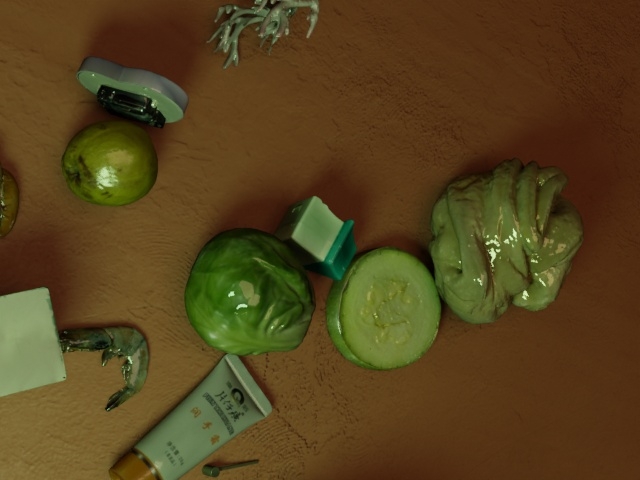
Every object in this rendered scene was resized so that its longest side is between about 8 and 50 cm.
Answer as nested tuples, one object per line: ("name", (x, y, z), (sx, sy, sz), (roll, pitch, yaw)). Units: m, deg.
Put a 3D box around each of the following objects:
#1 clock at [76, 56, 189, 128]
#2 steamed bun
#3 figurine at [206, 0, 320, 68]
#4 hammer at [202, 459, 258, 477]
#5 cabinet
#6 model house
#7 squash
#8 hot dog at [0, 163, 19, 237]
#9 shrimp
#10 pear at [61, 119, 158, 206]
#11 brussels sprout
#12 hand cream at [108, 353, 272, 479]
("clock", (-0.323, -0.243, 1.626), (0.198, 0.172, 0.064), (17, 75, 14))
("steamed bun", (0.398, -0.006, 1.935), (0.372, 0.230, 0.325), (-11, 87, -31))
("figurine", (-0.120, -0.502, 1.751), (0.284, 0.206, 0.316), (-43, 99, -30))
("hammer", (-0.162, 0.416, 1.723), (0.110, 0.035, 0.019), (-4, 88, -37))
("cabinet", (-0.504, 0.158, 1.465), (0.145, 0.206, 0.150), (-12, 91, -28))
("model house", (0.000, 0.000, 1.788), (0.149, 0.127, 0.100), (36, 71, -17))
("squash", (0.132, 0.142, 1.888), (0.252, 0.049, 0.252), (3, 85, -28))
("hot dog", (-0.543, -0.076, 1.550), (0.089, 0.060, 0.140), (10, 77, -31))
("shrimp", (-0.390, 0.222, 1.620), (0.195, 0.035, 0.148), (2, 87, -29))
("pear", (-0.357, -0.131, 1.604), (0.162, 0.149, 0.149), (-15, 93, -31))
("brussels sprout", (-0.124, 0.094, 1.678), (0.244, 0.244, 0.244), (3, 84, -27))
("hand cream", (-0.227, 0.346, 1.669), (0.314, 0.089, 0.140), (-41, 100, -33))
